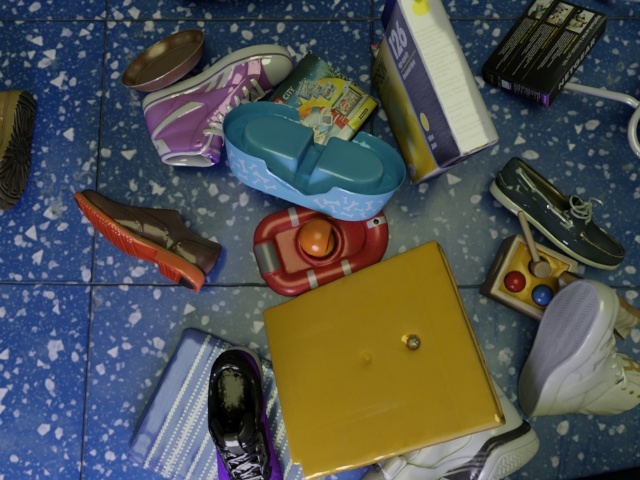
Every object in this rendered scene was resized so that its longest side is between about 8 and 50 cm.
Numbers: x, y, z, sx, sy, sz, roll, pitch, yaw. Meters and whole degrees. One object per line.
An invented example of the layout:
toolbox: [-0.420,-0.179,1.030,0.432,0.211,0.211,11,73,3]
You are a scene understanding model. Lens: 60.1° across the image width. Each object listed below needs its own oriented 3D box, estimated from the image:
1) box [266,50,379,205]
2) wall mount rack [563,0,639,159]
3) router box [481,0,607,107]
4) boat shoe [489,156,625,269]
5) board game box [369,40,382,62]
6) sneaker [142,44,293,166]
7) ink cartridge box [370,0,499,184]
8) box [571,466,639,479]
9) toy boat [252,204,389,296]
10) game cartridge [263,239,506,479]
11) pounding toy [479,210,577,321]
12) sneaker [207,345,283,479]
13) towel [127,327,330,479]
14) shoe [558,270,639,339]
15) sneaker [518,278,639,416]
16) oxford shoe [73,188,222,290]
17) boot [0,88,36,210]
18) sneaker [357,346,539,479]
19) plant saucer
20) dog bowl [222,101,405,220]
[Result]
box: [-0.028,-0.200,0.992,0.159,0.044,0.233,38,86,5]
wall mount rack: [0.577,-0.294,0.956,0.304,0.130,0.350,35,85,1]
router box: [0.393,-0.338,0.976,0.133,0.046,0.178,35,86,28]
boat shoe: [0.412,-0.049,0.938,0.255,0.095,0.079,39,128,11]
board game box: [0.148,-0.331,1.016,0.090,0.020,0.090,-21,84,-2]
sneaker: [-0.161,-0.218,0.962,0.282,0.102,0.160,-24,70,9]
ink cartridge box: [0.142,-0.252,0.851,0.072,0.303,0.307,-24,89,-1]
box: [0.437,0.508,0.683,0.473,0.480,0.297,-10,83,0]
toy boat: [0.000,0.000,0.915,0.231,0.151,0.150,-18,84,-1]
game cartridge: [0.078,0.186,0.855,0.324,0.053,0.285,-24,62,20]
pounding toy: [0.349,0.045,0.928,0.130,0.100,0.141,26,85,4]
sneaker: [-0.125,0.313,0.853,0.102,0.146,0.293,-12,81,-3]
towel: [-0.133,0.321,0.945,0.336,0.040,0.243,24,82,2]
shoe: [0.451,0.109,0.893,0.219,0.076,0.058,25,97,-32]
sneaker: [0.431,0.171,0.853,0.169,0.292,0.108,3,43,-3]
oxford shoe: [-0.300,-0.020,0.966,0.272,0.097,0.098,33,65,0]
boot: [-0.664,-0.171,0.987,0.270,0.089,0.235,3,73,2]
sneaker: [0.146,0.312,0.890,0.366,0.137,0.210,-23,82,-6]
plant saucer: [-0.273,-0.314,0.978,0.169,0.029,0.168,-17,42,16]
dog bowl: [-0.016,-0.125,0.890,0.298,0.074,0.165,21,44,3]
